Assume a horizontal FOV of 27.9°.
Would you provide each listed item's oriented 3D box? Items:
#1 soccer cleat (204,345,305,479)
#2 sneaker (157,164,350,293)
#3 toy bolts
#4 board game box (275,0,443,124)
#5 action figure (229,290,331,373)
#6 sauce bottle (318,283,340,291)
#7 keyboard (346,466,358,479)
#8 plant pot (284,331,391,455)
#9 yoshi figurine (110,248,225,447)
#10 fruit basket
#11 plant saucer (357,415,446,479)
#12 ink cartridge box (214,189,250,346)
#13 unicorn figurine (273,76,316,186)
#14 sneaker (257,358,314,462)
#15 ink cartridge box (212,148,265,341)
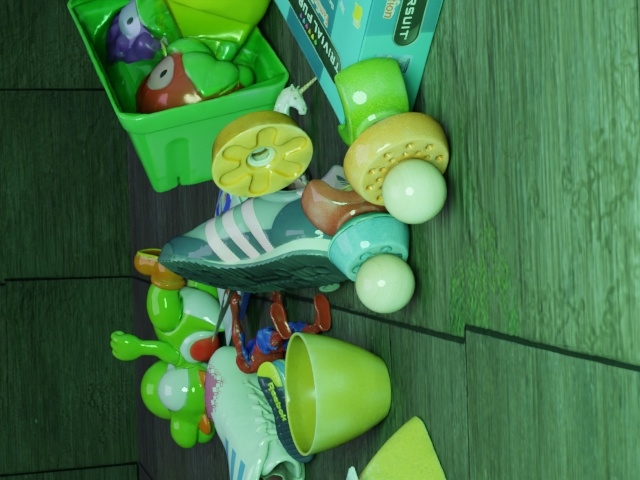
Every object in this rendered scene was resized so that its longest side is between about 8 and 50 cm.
[{"bbox_3d":[-0.077,0.281,1.796,0.143,0.116,0.331,-47,48,46],"label":"soccer cleat"},{"bbox_3d":[-0.069,-0.013,1.553,0.319,0.112,0.131,-5,66,43],"label":"sneaker"},{"bbox_3d":[0.021,-0.027,1.248,0.228,0.218,0.158,79,171,-54],"label":"toy bolts"},{"bbox_3d":[0.043,-0.320,1.259,0.336,0.079,0.254,103,151,-44],"label":"board game box"},{"bbox_3d":[-0.068,0.099,1.738,0.280,0.091,0.139,128,131,-65],"label":"action figure"},{"bbox_3d":[0.000,0.000,1.568,0.042,0.042,0.128,115,151,-58],"label":"sauce bottle"},{"bbox_3d":[0.019,0.339,1.320,0.072,0.014,0.256,-102,18,-47],"label":"keyboard"},{"bbox_3d":[0.022,0.165,1.414,0.134,0.095,0.134,177,90,-74],"label":"plant pot"},{"bbox_3d":[-0.260,0.183,2.283,0.203,0.203,0.362,-90,-1,-77],"label":"yoshi figurine"},{"bbox_3d":[-0.195,-0.311,1.838,0.392,0.282,0.392,165,90,-75],"label":"fruit basket"},{"bbox_3d":[0.078,0.404,1.283,0.333,0.081,0.333,-110,24,-47],"label":"plant saucer"},{"bbox_3d":[-0.131,0.028,2.025,0.206,0.045,0.208,107,156,-49],"label":"ink cartridge box"},{"bbox_3d":[-0.040,-0.127,1.657,0.162,0.060,0.111,125,140,-64],"label":"unicorn figurine"},{"bbox_3d":[-0.032,0.223,1.707,0.053,0.059,0.144,-17,91,42],"label":"sneaker"},{"bbox_3d":[-0.119,-0.005,1.785,0.189,0.066,0.232,106,-171,-48],"label":"ink cartridge box"}]
